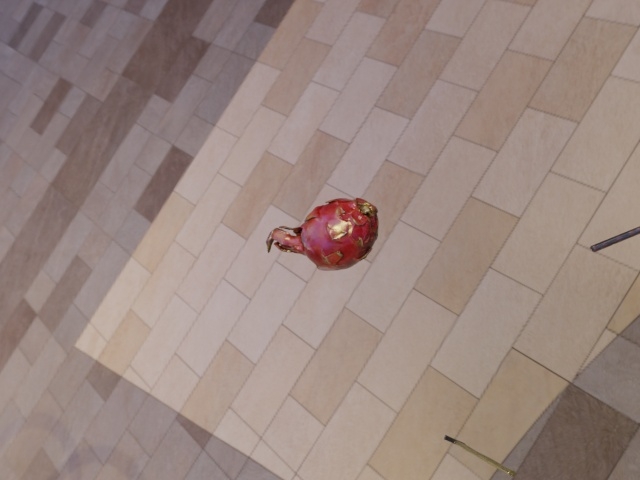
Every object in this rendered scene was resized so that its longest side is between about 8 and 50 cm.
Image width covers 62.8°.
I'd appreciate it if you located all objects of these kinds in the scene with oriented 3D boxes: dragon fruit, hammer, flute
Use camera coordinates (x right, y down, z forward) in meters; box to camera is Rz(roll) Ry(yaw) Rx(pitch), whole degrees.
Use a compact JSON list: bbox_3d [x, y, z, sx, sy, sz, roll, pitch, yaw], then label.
[{"bbox_3d":[0.000,0.000,0.701,0.190,0.094,0.094,-16,64,41],"label":"dragon fruit"},{"bbox_3d":[0.348,0.470,1.148,0.013,0.062,0.199,-65,19,-11],"label":"hammer"},{"bbox_3d":[0.588,-0.039,0.884,0.269,0.014,0.014,-25,62,11],"label":"flute"}]
